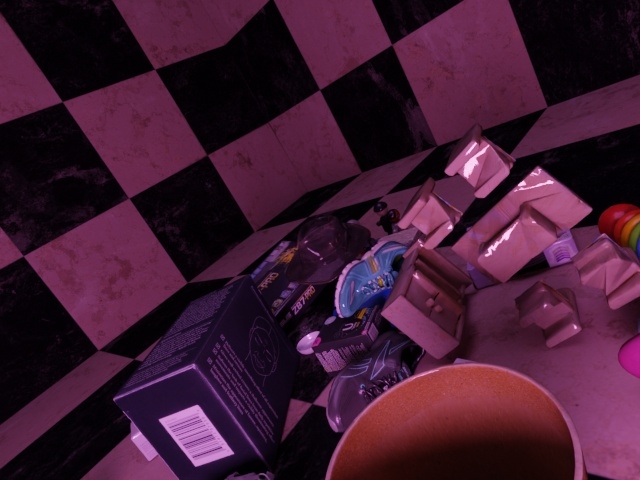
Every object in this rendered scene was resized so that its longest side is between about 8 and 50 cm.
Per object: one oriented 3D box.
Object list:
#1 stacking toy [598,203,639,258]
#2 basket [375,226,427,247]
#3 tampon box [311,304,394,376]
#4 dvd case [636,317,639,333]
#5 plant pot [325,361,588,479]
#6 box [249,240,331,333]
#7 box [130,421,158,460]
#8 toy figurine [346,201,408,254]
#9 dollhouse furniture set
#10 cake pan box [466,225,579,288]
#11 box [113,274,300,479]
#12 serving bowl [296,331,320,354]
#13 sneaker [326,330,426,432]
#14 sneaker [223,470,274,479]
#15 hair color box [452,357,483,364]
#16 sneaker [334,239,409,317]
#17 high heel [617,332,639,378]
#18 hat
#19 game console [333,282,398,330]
[{"bbox_3d":[0.627,-0.004,0.794,0.141,0.141,0.330,-26,12,13],"label":"stacking toy"},{"bbox_3d":[0.262,0.036,1.370,0.167,0.103,0.113,-20,17,35],"label":"basket"},{"bbox_3d":[0.082,0.244,1.038,0.160,0.102,0.120,-21,17,31],"label":"tampon box"},{"bbox_3d":[0.541,0.155,0.651,0.087,0.013,0.119,-17,21,40],"label":"dvd case"},{"bbox_3d":[0.167,0.299,0.422,0.237,0.255,0.237,-28,15,8],"label":"plant pot"},{"bbox_3d":[-0.139,0.164,1.555,0.318,0.097,0.395,2,42,48],"label":"box"},{"bbox_3d":[-0.455,0.521,1.174,0.101,0.087,0.102,-35,16,-20],"label":"box"},{"bbox_3d":[0.215,-0.040,1.612,0.212,0.148,0.209,-30,15,-3],"label":"toy figurine"},{"bbox_3d":[0.329,0.019,0.865,0.394,0.362,0.256,-52,-1,36],"label":"dollhouse furniture set"},{"bbox_3d":[0.504,0.006,1.095,0.245,0.070,0.267,-24,17,29],"label":"cake pan box"},{"bbox_3d":[-0.230,0.318,1.016,0.211,0.294,0.395,-25,16,15],"label":"box"},{"bbox_3d":[-0.025,0.296,1.212,0.083,0.027,0.083,-28,15,8],"label":"serving bowl"},{"bbox_3d":[0.116,0.280,0.870,0.106,0.101,0.267,-6,28,51],"label":"sneaker"},{"bbox_3d":[-0.108,0.448,0.734,0.281,0.105,0.115,-17,20,41],"label":"sneaker"},{"bbox_3d":[0.238,0.283,0.726,0.167,0.054,0.093,-38,18,-31],"label":"hair color box"},{"bbox_3d":[0.138,0.090,1.074,0.109,0.107,0.275,16,48,44],"label":"sneaker"},{"bbox_3d":[0.529,0.164,0.440,0.377,0.127,0.181,-18,21,44],"label":"high heel"},{"bbox_3d":[0.000,0.000,1.456,0.330,0.134,0.331,-21,30,13],"label":"hat"},{"bbox_3d":[0.201,0.167,1.214,0.292,0.173,0.251,-20,49,35],"label":"game console"}]
